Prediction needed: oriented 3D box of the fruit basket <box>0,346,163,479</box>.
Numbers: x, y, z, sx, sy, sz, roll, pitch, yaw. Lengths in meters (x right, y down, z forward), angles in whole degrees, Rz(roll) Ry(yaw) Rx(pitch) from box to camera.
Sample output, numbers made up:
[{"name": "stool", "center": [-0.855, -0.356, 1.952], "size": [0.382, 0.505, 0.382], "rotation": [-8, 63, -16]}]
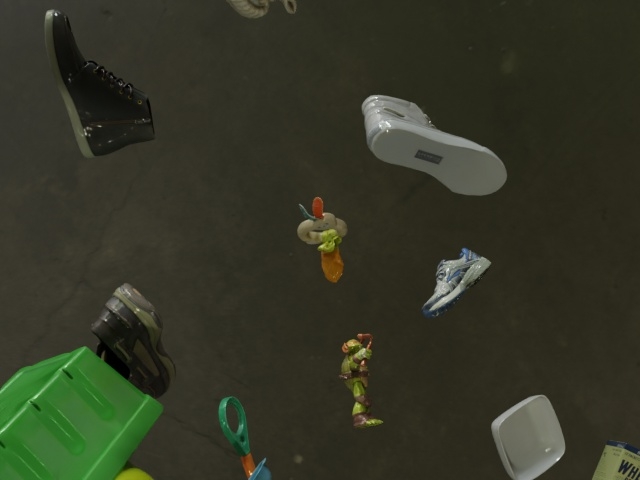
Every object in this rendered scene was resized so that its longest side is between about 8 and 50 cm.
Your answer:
[{"name": "fruit basket", "center": [-0.380, 0.397, 1.207], "size": [0.392, 0.283, 0.392], "rotation": [39, 40, -44]}]

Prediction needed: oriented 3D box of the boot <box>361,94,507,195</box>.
[{"name": "boot", "center": [0.186, -0.165, 1.289], "size": [0.258, 0.095, 0.123], "rotation": [19, 38, -25]}]

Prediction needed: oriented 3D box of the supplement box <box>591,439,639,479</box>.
[{"name": "supplement box", "center": [0.447, 0.346, 1.162], "size": [0.056, 0.083, 0.083], "rotation": [25, 81, 6]}]

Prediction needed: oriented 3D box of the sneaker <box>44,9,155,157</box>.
[{"name": "sneaker", "center": [-0.325, -0.241, 1.173], "size": [0.118, 0.083, 0.222], "rotation": [-14, 116, -3]}]

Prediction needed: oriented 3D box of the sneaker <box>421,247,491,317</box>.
[{"name": "sneaker", "center": [0.189, 0.062, 1.164], "size": [0.135, 0.052, 0.058], "rotation": [-39, 71, -26]}]

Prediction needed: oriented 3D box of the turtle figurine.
[{"name": "turtle figurine", "center": [0.086, 0.317, 1.810], "size": [0.087, 0.269, 0.217], "rotation": [-9, 73, -3]}]

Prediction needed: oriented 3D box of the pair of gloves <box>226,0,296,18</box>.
[{"name": "pair of gloves", "center": [-0.128, -0.270, 0.637], "size": [0.204, 0.240, 0.042], "rotation": [33, 84, 25]}]

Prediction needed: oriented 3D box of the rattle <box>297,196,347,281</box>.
[{"name": "rattle", "center": [0.000, 0.000, 1.921], "size": [0.130, 0.199, 0.142], "rotation": [11, 71, 5]}]

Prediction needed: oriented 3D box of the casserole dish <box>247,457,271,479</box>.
[{"name": "casserole dish", "center": [-0.154, 0.534, 1.608], "size": [0.037, 0.114, 0.188], "rotation": [34, 80, 1]}]

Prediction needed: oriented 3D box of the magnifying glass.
[{"name": "magnifying glass", "center": [-0.182, 0.474, 1.831], "size": [0.092, 0.026, 0.231], "rotation": [-29, 103, -69]}]

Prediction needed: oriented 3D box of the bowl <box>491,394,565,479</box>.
[{"name": "bowl", "center": [0.394, 0.380, 1.519], "size": [0.142, 0.053, 0.142], "rotation": [-26, 98, -24]}]

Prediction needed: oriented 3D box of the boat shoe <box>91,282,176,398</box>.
[{"name": "boat shoe", "center": [-0.381, 0.222, 1.543], "size": [0.132, 0.355, 0.130], "rotation": [36, 60, 25]}]
